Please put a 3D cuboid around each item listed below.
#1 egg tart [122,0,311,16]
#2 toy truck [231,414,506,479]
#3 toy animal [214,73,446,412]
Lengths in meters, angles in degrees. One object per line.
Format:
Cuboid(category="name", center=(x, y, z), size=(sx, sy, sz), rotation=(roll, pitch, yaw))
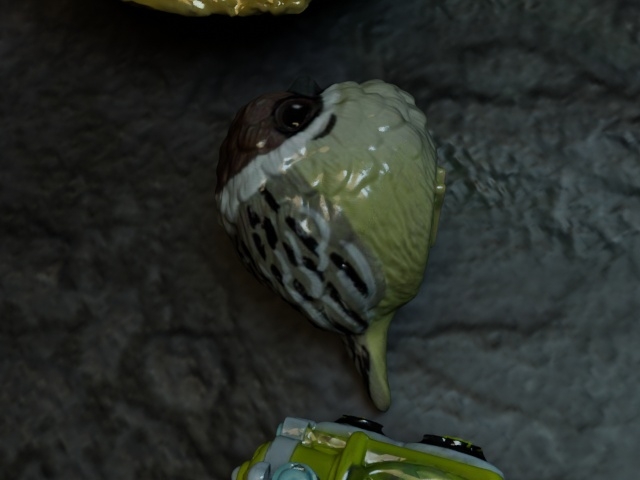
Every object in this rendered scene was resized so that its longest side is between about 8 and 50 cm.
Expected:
Cuboid(category="egg tart", center=(-0.040, -0.199, 0.519), size=(0.241, 0.106, 0.241), rotation=(-1, 73, 4))
Cuboid(category="toy truck", center=(0.018, 0.105, 0.438), size=(0.111, 0.077, 0.076), rotation=(12, 76, 11))
Cuboid(category="toy animal", center=(0.000, 0.000, 0.468), size=(0.098, 0.098, 0.137), rotation=(9, 97, 10))
